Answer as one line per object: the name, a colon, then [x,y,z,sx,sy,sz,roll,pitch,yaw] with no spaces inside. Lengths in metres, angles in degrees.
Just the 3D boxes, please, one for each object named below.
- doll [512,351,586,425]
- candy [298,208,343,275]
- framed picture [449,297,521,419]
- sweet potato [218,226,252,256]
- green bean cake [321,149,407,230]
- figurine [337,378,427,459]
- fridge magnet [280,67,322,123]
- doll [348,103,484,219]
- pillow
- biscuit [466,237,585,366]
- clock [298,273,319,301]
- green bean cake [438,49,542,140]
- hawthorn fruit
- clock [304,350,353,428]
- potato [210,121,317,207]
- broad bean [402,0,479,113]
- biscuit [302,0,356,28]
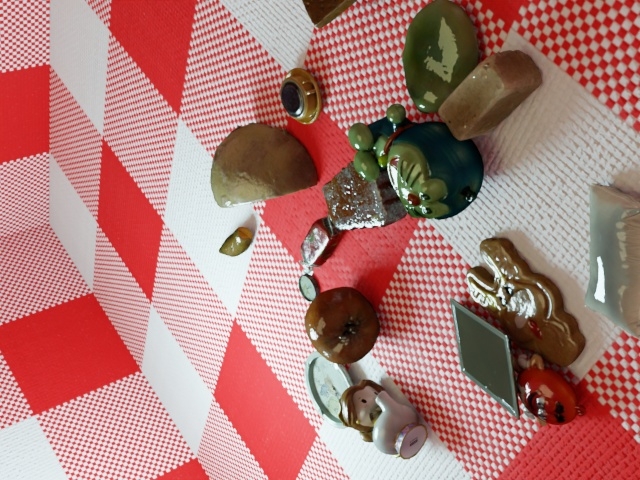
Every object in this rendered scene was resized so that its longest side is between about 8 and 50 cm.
doll: [0.445,0.310,1.652,0.217,0.085,0.183,38,149,42]
candy: [0.001,0.000,2.140,0.086,0.059,0.292,53,144,17]
framed picture: [0.354,0.247,1.735,0.252,0.014,0.197,-141,37,-66]
sweet potato: [-0.268,0.018,2.530,0.077,0.077,0.244,64,153,7]
green bean cake: [0.101,-0.127,1.893,0.233,0.097,0.198,-11,100,56]
figurine: [0.149,0.464,2.103,0.263,0.142,0.189,26,124,44]
fridge magnet: [-0.051,-0.360,2.014,0.143,0.063,0.143,28,129,41]
doll: [0.205,-0.161,1.642,0.322,0.186,0.198,45,160,38]
pillow: [0.517,0.034,1.407,0.144,0.078,0.254,29,130,57]
biscuit: [0.412,0.131,1.639,0.295,0.044,0.186,46,143,31]
clock: [-0.033,0.136,2.300,0.085,0.017,0.085,30,130,44]
green bean cake: [0.314,-0.270,1.500,0.085,0.109,0.179,61,146,14]
hawthorn fruit: [0.040,0.216,2.103,0.251,0.200,0.199,2,109,69]
clock: [0.039,0.423,2.320,0.236,0.053,0.236,27,126,45]
potato: [-0.169,-0.207,2.151,0.264,0.189,0.211,3,110,54]
broad bean: [0.233,-0.358,1.590,0.169,0.100,0.228,39,126,29]
biscuit: [0.030,-0.601,1.706,0.278,0.043,0.301,28,108,35]
